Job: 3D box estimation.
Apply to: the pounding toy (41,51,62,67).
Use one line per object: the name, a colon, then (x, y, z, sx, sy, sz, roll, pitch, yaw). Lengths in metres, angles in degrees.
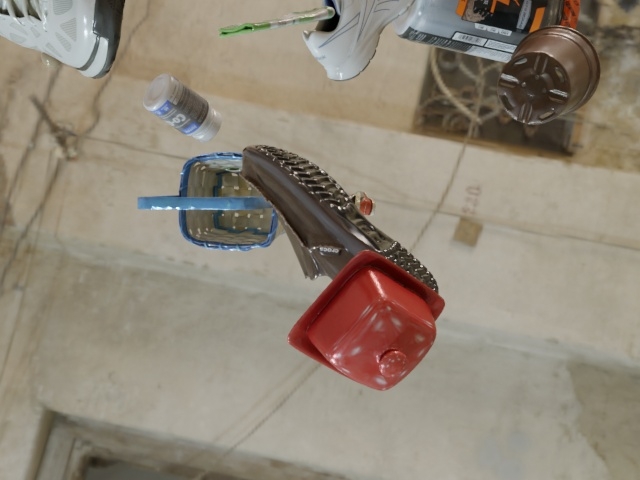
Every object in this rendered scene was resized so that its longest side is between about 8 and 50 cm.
pounding toy: (-0.594, -0.532, 2.038, 0.237, 0.110, 0.183, -51, -45, -12)

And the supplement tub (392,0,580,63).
supplement tub: (0.329, -0.474, 1.739, 0.207, 0.338, 0.207, -172, 90, -75)

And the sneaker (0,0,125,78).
sneaker: (-0.451, -0.341, 1.256, 0.447, 0.258, 0.169, 21, 103, 58)

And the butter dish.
butter dish: (0.071, 0.119, 1.044, 0.160, 0.160, 0.118, -50, 30, 11)

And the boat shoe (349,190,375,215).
boat shoe: (0.075, -0.075, 1.774, 0.137, 0.043, 0.049, -141, 57, -74)

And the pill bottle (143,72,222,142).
pill bottle: (-0.253, -0.242, 1.604, 0.137, 0.078, 0.078, 33, -119, -41)

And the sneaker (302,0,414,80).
sneaker: (0.081, -0.437, 1.571, 0.129, 0.111, 0.297, 37, -99, -41)

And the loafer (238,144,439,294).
loafer: (0.000, 0.000, 1.259, 0.130, 0.366, 0.134, -52, -19, 19)

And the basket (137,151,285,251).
basket: (-0.197, -0.079, 1.760, 0.289, 0.255, 0.201, -21, -68, -68)

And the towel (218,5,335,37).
towel: (-0.068, -0.338, 1.335, 0.113, 0.152, 0.023, 7, 112, 55)

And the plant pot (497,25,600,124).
plant pot: (0.392, -0.283, 1.526, 0.165, 0.167, 0.167, -37, -39, -55)
